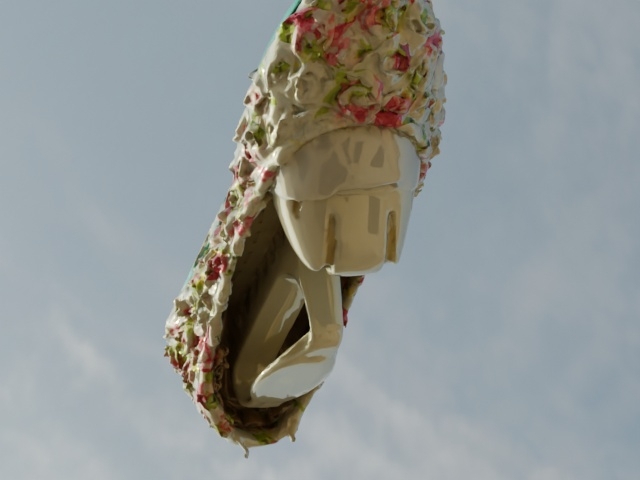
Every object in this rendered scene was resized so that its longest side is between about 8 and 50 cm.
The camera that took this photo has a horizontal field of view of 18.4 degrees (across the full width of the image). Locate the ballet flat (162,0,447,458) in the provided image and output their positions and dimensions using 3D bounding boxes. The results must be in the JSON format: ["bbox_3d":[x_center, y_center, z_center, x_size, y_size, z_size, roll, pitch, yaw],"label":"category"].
[{"bbox_3d":[0.000,0.000,0.780,0.091,0.077,0.241,-2,-39,-20],"label":"ballet flat"}]
